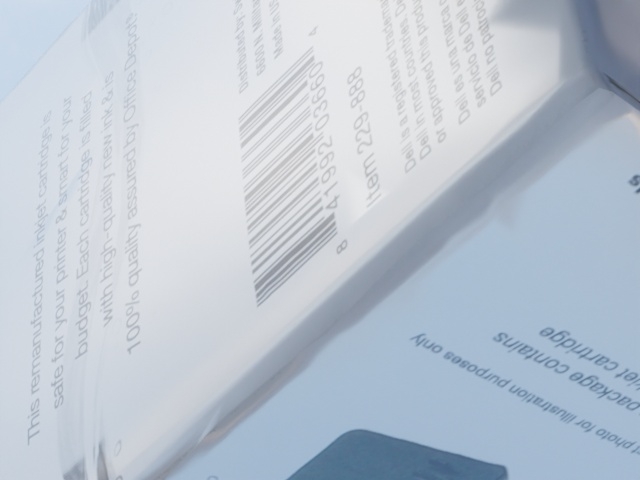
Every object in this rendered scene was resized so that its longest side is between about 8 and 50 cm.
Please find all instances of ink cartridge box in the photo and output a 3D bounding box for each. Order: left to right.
[{"bbox_3d":[0.000,0.000,0.540,0.121,0.289,0.211,27,-142,-30],"label":"ink cartridge box"}]
